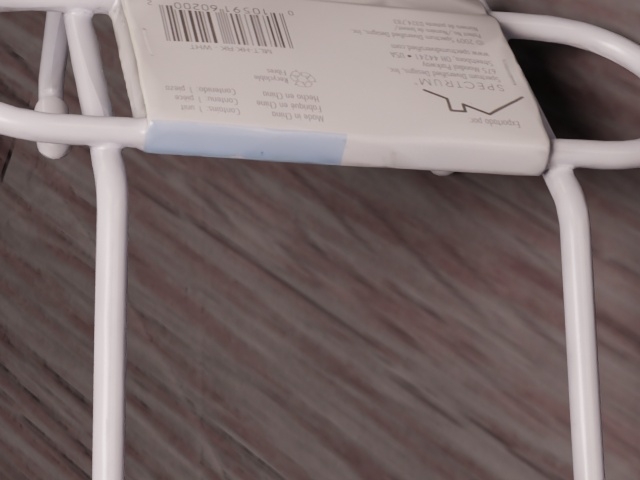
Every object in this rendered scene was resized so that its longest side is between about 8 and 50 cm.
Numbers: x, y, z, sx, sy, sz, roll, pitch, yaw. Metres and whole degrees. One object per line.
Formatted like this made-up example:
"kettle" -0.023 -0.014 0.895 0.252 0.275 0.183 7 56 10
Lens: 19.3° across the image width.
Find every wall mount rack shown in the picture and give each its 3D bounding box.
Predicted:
"wall mount rack" 0.000 0.000 0.805 0.304 0.350 0.130 -107 24 -48
